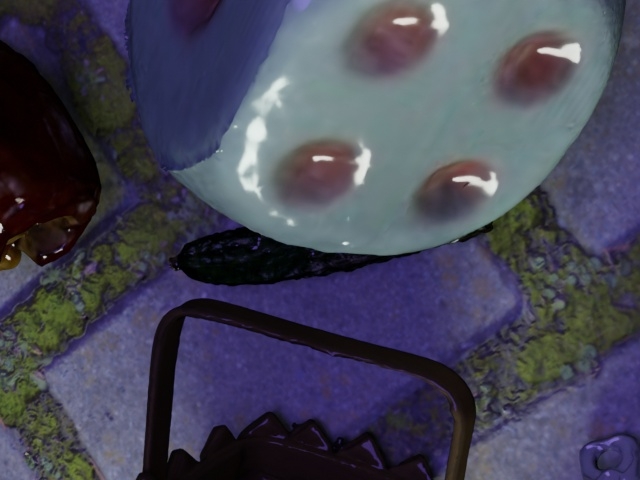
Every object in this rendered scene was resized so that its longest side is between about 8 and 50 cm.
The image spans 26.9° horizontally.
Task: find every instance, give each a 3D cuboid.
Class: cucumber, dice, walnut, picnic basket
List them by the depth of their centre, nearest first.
[{"bbox_3d":[0.032,-0.169,0.935,0.268,0.262,0.265,-61,37,35],"label":"dice"},{"bbox_3d":[-0.026,0.220,1.027,0.254,0.291,0.321,16,109,21],"label":"picnic basket"},{"bbox_3d":[0.000,0.000,1.123,0.293,0.067,0.068,-14,89,24],"label":"cucumber"},{"bbox_3d":[-0.344,-0.067,1.197,0.269,0.221,0.244,49,142,4],"label":"walnut"}]

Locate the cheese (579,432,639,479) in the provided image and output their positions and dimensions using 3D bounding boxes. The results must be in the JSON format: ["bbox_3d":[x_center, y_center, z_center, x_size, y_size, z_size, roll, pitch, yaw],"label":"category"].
[{"bbox_3d":[0.243,0.248,0.967,0.163,0.071,0.249,-3,48,33],"label":"cheese"}]
